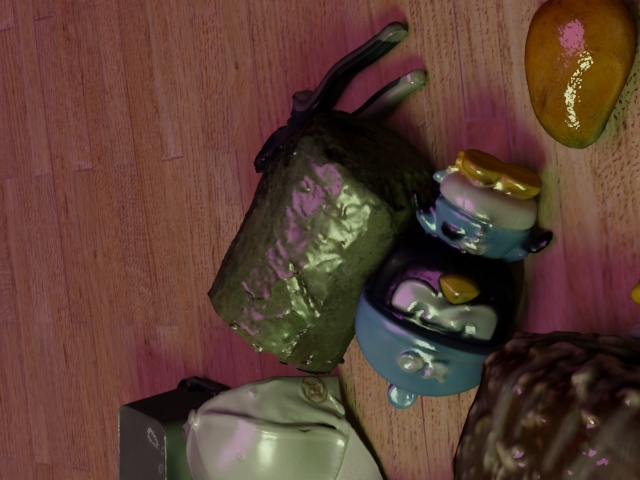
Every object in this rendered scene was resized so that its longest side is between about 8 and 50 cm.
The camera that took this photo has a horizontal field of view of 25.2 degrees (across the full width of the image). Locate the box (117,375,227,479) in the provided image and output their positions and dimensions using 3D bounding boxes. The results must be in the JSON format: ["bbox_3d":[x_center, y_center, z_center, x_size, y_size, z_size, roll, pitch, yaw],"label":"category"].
[{"bbox_3d":[-0.204,0.329,2.052,0.163,0.135,0.243,16,110,47],"label":"box"}]

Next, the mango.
[{"bbox_3d":[0.259,-0.182,1.454,0.115,0.089,0.165,34,125,30],"label":"mango"}]

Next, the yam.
[{"bbox_3d":[0.000,0.000,1.689,0.195,0.195,0.300,46,122,34],"label":"yam"}]

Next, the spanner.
[{"bbox_3d":[0.011,-0.161,1.780,0.325,0.040,0.096,-34,72,46],"label":"spanner"}]

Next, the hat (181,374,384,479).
[{"bbox_3d":[-0.050,0.334,1.851,0.301,0.168,0.258,59,139,18],"label":"hat"}]

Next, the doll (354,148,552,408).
[{"bbox_3d":[0.141,0.055,1.581,0.177,0.141,0.314,20,113,-2],"label":"doll"}]

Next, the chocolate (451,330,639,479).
[{"bbox_3d":[0.274,0.202,1.407,0.340,0.225,0.210,22,109,58],"label":"chocolate"}]

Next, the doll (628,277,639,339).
[{"bbox_3d":[0.357,0.077,1.415,0.113,0.071,0.135,57,144,0],"label":"doll"}]
